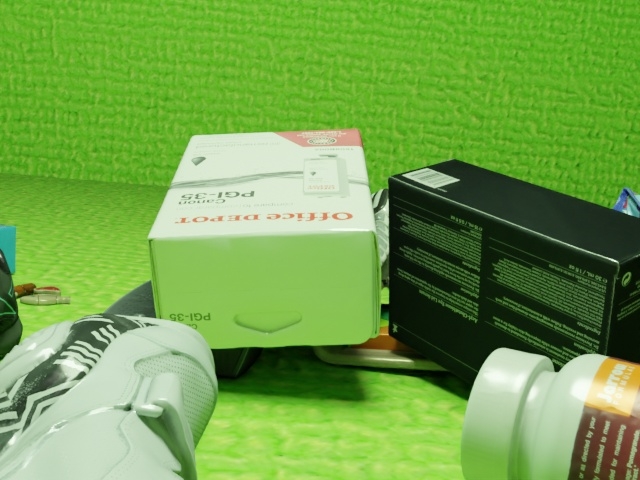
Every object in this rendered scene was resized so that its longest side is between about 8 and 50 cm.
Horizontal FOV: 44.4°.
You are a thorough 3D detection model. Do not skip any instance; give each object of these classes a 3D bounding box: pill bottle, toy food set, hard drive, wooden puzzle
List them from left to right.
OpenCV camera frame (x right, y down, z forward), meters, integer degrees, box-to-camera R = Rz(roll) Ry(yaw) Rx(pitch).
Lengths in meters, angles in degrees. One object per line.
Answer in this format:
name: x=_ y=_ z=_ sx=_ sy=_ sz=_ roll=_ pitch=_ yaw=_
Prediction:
toy food set: x=-0.384 y=0.064 z=0.997 sx=0.122 sy=0.019 sz=0.078 roll=0 pitch=10 yaw=-28
hard drive: x=-0.134 y=0.089 z=0.869 sx=0.171 sy=0.054 sz=0.255 roll=6 pitch=9 yaw=3
wooden puzzle: x=0.123 y=0.108 z=0.926 sx=0.238 sy=0.044 sz=0.221 roll=7 pitch=8 yaw=8
pill bottle: x=0.211 y=0.142 z=0.502 sx=0.221 sy=0.121 sz=0.121 roll=11 pitch=10 yaw=32

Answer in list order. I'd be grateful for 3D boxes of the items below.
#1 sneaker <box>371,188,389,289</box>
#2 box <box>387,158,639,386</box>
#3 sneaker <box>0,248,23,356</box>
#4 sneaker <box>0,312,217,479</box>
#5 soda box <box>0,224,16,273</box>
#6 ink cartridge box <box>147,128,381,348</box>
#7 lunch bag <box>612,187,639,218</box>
sneaker: x=0.081 y=0.047 z=0.939 sx=0.086 sy=0.132 sz=0.229 roll=-25 pitch=27 yaw=38
box: x=0.183 y=0.047 z=0.736 sx=0.103 sy=0.185 sz=0.261 roll=-16 pitch=28 yaw=-34
sneaker: x=-0.337 y=0.073 z=0.695 sx=0.101 sy=0.106 sz=0.267 roll=5 pitch=10 yaw=-8
sneaker: x=-0.077 y=0.139 z=0.334 sx=0.210 sy=0.138 sz=0.366 roll=8 pitch=14 yaw=16
soda box: x=-0.502 y=0.021 z=1.039 sx=0.067 sy=0.071 sz=0.210 roll=7 pitch=9 yaw=20
ink cartridge box: x=-0.048 y=-0.016 z=0.813 sx=0.207 sy=0.117 sz=0.283 roll=-2 pitch=26 yaw=0
lunch bag: x=0.476 y=0.080 z=0.948 sx=0.220 sy=0.138 sz=0.293 roll=28 pitch=15 yaw=-15
